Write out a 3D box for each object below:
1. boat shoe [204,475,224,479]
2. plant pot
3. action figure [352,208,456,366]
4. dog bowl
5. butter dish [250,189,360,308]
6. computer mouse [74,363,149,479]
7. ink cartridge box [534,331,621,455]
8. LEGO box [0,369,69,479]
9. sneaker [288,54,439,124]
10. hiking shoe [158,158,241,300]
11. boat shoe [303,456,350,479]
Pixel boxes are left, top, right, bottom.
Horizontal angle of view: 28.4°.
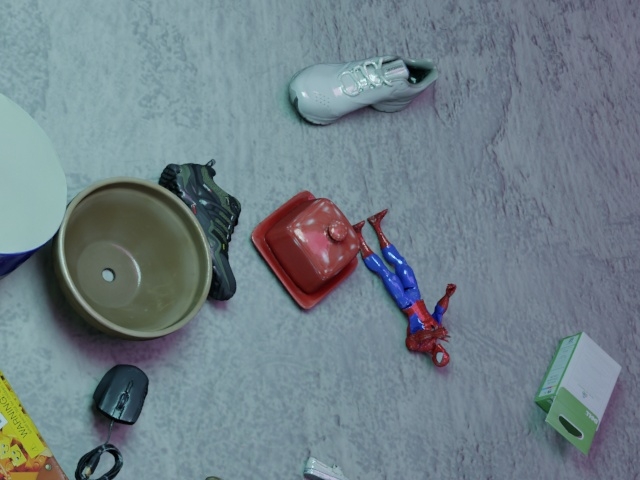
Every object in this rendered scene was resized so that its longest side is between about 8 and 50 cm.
[{"bbox_3d":[-0.112,0.417,1.817,0.178,0.064,0.060,43,58,-7],"label":"boat shoe"},{"bbox_3d":[-0.283,0.037,1.809,0.237,0.110,0.237,14,64,-30],"label":"plant pot"},{"bbox_3d":[0.162,0.078,2.098,0.091,0.139,0.280,-27,92,-38],"label":"action figure"},{"bbox_3d":[-0.474,-0.077,1.682,0.265,0.104,0.265,28,46,-34],"label":"dog bowl"},{"bbox_3d":[0.000,0.000,2.018,0.160,0.118,0.160,-40,97,-39],"label":"butter dish"},{"bbox_3d":[-0.280,0.244,1.713,0.071,0.041,0.242,27,31,-12],"label":"computer mouse"},{"bbox_3d":[0.455,0.279,2.268,0.109,0.062,0.209,42,54,-15],"label":"ink cartridge box"},{"bbox_3d":[-0.588,0.203,1.474,0.372,0.193,0.500,-34,93,-39],"label":"LEGO box"},{"bbox_3d":[0.075,-0.277,2.173,0.297,0.129,0.111,-16,84,-37],"label":"sneaker"},{"bbox_3d":[-0.158,-0.021,1.935,0.114,0.086,0.227,-15,81,-35],"label":"hiking shoe"},{"bbox_3d":[0.021,0.361,1.948,0.100,0.035,0.035,26,62,-18],"label":"boat shoe"}]
